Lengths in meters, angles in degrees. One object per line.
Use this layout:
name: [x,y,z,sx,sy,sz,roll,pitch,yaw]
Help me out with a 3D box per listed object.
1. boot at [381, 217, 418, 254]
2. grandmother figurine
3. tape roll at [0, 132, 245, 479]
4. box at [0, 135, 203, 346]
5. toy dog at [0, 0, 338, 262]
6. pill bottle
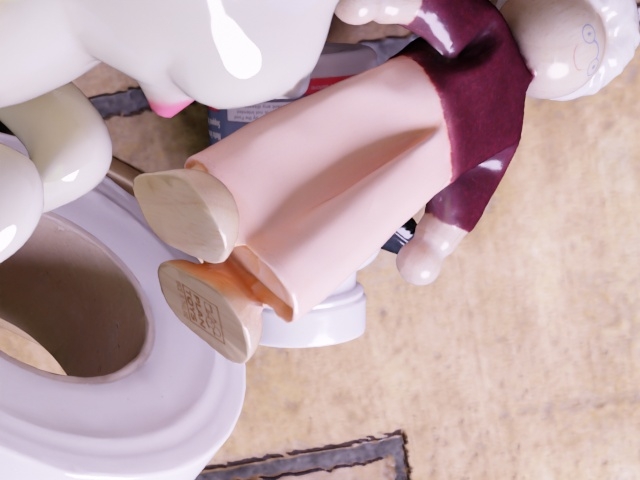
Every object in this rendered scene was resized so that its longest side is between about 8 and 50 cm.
boot: [0.000,0.000,1.090,0.121,0.045,0.099,35,105,-16]
grandmother figurine: [0.058,-0.063,0.921,0.342,0.104,0.208,-35,142,-28]
tape roll: [-0.188,0.060,0.973,0.286,0.286,0.100,26,122,-18]
box: [-0.155,0.018,1.129,0.201,0.021,0.164,29,121,-19]
toy dog: [-0.159,-0.183,0.759,0.407,0.284,0.395,8,93,10]
pill bottle: [-0.015,-0.030,1.002,0.108,0.108,0.180,-2,101,1]
